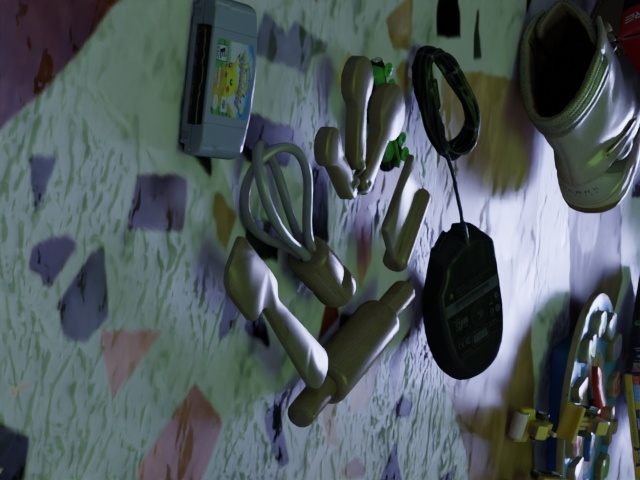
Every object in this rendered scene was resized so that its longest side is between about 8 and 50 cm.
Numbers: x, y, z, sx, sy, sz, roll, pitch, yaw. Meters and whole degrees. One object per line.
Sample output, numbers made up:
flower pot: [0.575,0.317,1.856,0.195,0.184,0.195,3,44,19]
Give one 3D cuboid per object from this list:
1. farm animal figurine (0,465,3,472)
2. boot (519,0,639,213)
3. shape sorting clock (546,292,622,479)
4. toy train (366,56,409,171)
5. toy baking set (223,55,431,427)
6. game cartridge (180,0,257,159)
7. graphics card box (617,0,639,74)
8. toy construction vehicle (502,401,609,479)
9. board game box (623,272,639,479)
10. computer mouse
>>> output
farm animal figurine: [-0.168,0.206,0.648,0.327,0.172,0.330,68,36,-48]
boot: [0.216,-0.149,1.564,0.165,0.077,0.213,51,51,-56]
shape sorting clock: [0.236,0.148,1.730,0.206,0.040,0.206,7,90,-67]
toy train: [0.039,-0.077,1.245,0.024,0.017,0.083,-50,141,-37]
toy baking set: [0.002,0.005,1.169,0.256,0.030,0.197,-51,138,-49]
game cartridge: [-0.052,-0.084,1.035,0.056,0.017,0.083,0,97,-70]
graphics card box: [0.351,-0.198,1.646,0.233,0.094,0.371,52,35,-28]
toy construction vehicle: [0.189,0.173,1.601,0.098,0.035,0.086,12,98,-42]
board game box: [0.326,0.134,1.897,0.170,0.048,0.141,76,21,-43]
computer mouse: [0.083,-0.017,1.348,0.071,0.041,0.242,-27,117,-43]
